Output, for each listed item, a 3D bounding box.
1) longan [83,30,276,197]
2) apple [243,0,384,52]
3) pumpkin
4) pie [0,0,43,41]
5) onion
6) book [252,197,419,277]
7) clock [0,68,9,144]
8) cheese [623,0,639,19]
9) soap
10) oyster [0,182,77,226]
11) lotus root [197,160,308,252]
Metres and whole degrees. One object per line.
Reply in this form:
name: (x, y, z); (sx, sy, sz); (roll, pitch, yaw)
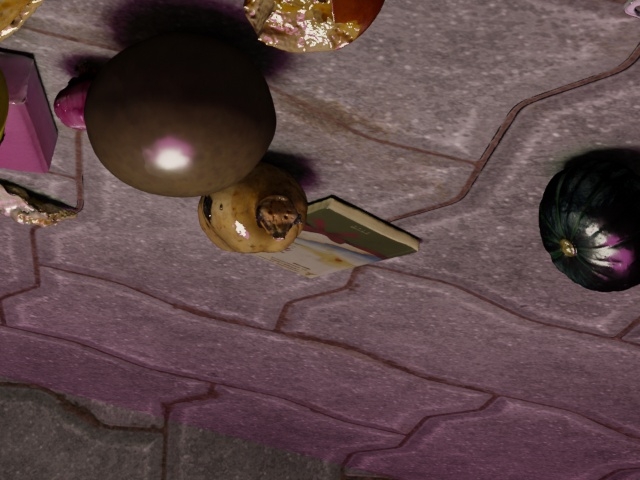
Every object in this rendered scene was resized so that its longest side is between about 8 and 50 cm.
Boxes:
longan: (-0.181, -0.156, 1.869); (0.248, 0.248, 0.248); (10, 159, 4)
apple: (-0.004, -0.288, 1.556); (0.156, 0.147, 0.158); (43, 149, 9)
pumpkin: (0.384, -0.017, 1.999); (0.150, 0.194, 0.194); (-17, 159, -6)
pie: (-0.439, -0.254, 1.753); (0.055, 0.274, 0.274); (55, 153, 2)
onion: (-0.312, -0.196, 2.013); (0.115, 0.104, 0.115); (-16, -166, 4)
book: (0.000, 0.000, 2.429); (0.201, 0.026, 0.289); (24, 155, -32)
clock: (-0.543, -0.195, 1.878); (0.293, 0.277, 0.071); (17, 143, -14)
cheese: (0.379, -0.278, 1.489); (0.137, 0.064, 0.227); (20, 156, -12)
soap: (-0.490, -0.190, 2.122); (0.181, 0.081, 0.259); (11, 159, 1)
oyster: (-0.507, -0.060, 2.507); (0.146, 0.045, 0.121); (9, 163, 25)
lotus root: (-0.109, -0.048, 2.215); (0.154, 0.140, 0.257); (7, 173, -28)
